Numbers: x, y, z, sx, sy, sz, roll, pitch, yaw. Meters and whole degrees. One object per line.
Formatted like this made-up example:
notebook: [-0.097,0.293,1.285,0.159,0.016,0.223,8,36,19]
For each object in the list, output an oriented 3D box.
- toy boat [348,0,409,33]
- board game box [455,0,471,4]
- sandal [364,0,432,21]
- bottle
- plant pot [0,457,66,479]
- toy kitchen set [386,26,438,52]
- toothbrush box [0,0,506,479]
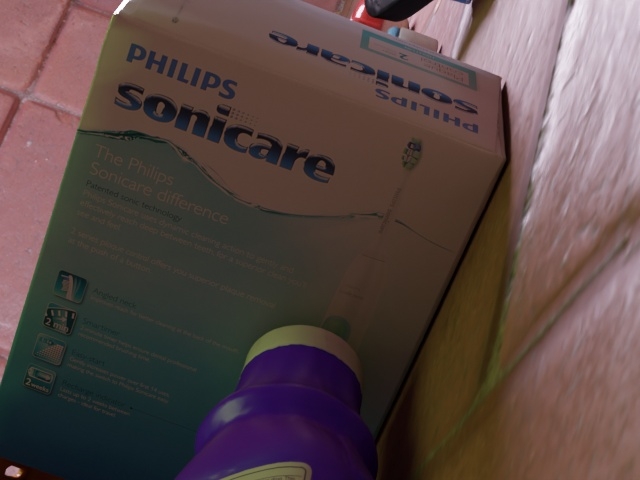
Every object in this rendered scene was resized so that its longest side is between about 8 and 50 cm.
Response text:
toy boat: [0.002,-0.196,1.569,0.231,0.151,0.151,134,156,-79]
board game box: [0.105,-0.309,1.123,0.211,0.039,0.160,-112,37,-51]
sandal: [0.083,-0.226,1.015,0.254,0.054,0.097,145,131,-61]
bottle: [-0.026,0.147,0.644,0.118,0.092,0.283,-27,25,22]
plant pot: [-0.225,0.270,1.291,0.203,0.291,0.290,3,-73,-78]
toy kitchen set: [-0.007,-0.098,1.129,0.207,0.166,0.122,-77,8,-58]
toothbrush box: [-0.047,0.014,0.815,0.126,0.216,0.295,-79,9,-61]
